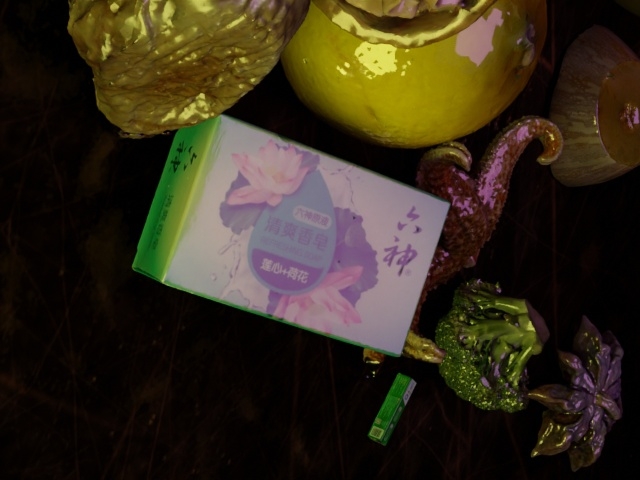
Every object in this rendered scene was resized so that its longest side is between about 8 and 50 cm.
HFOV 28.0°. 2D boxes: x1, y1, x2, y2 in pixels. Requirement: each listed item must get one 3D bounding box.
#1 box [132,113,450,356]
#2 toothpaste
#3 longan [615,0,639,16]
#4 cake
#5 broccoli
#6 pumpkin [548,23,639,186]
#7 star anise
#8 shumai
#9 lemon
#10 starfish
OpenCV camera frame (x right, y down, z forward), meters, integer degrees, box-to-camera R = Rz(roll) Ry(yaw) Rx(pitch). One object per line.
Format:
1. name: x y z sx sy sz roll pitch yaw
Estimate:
1. box: -0.023 -0.005 1.137 0.244 0.092 0.153 18 88 -25
2. toothpaste: 0.083 0.196 1.491 0.083 0.020 0.017 -62 144 -15
3. longan: 0.458 -0.417 1.468 0.361 0.361 0.361 -23 121 -46
4. cake: 0.057 -0.235 0.968 0.185 0.207 0.178 50 35 -2
5. broccoli: 0.201 0.123 1.534 0.145 0.138 0.162 28 41 -46
6. pumpkin: 0.382 -0.165 1.672 0.217 0.110 0.217 -20 119 -40
7. star anise: 0.387 0.219 1.842 0.262 0.081 0.230 -5 97 -49
8. shumai: -0.104 -0.208 0.990 0.218 0.183 0.186 108 -23 -70
9. lemon: 0.096 -0.199 1.192 0.240 0.219 0.241 -29 127 -48
10. starfish: 0.134 0.004 1.347 0.303 0.113 0.312 -55 169 -34
